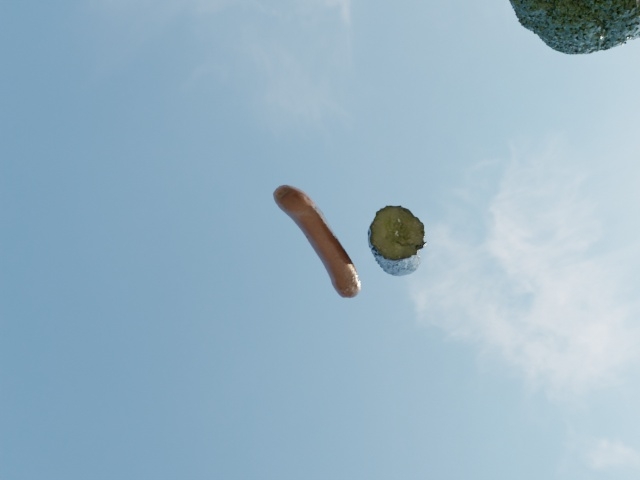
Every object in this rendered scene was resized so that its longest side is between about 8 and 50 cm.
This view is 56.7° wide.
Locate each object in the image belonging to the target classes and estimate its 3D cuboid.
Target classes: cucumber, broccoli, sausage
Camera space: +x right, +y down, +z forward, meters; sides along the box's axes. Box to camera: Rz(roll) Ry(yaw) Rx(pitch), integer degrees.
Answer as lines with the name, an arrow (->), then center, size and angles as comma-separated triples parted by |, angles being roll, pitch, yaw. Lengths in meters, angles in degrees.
cucumber -> 0.110, 0.009, 0.863 | 0.072, 0.303, 0.081 | -42, -101, 0
broccoli -> 0.484, -0.461, 1.051 | 0.308, 0.275, 0.307 | 12, -141, -10
sausage -> 0.000, 0.000, 0.776 | 0.043, 0.043, 0.186 | -36, -65, -5
